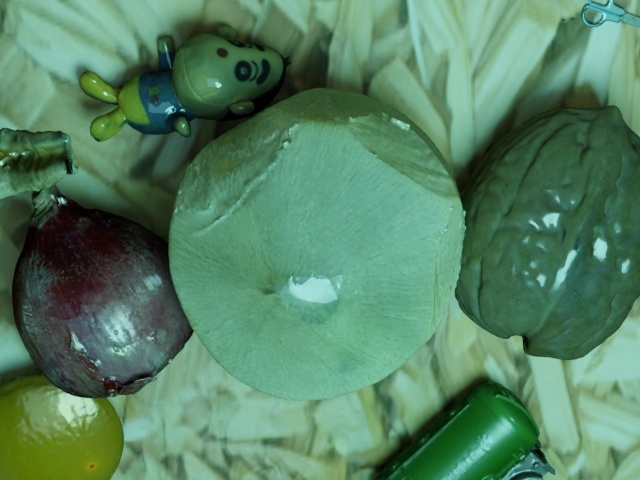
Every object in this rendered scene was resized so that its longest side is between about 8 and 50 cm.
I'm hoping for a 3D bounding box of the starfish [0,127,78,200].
[{"bbox_3d":[-0.359,-0.032,1.161,0.432,0.082,0.324,43,107,4],"label":"starfish"}]

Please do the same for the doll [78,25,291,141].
[{"bbox_3d":[-0.111,-0.131,1.194,0.179,0.102,0.089,-14,155,-6],"label":"doll"}]

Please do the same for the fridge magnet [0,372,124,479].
[{"bbox_3d":[-0.253,0.183,1.306,0.143,0.063,0.143,-2,113,-5],"label":"fridge magnet"}]

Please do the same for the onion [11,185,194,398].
[{"bbox_3d":[-0.195,0.035,1.206,0.159,0.159,0.195,-29,108,4],"label":"onion"}]

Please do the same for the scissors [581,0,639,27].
[{"bbox_3d":[0.271,-0.197,1.255,0.083,0.006,0.036,16,107,-13],"label":"scissors"}]

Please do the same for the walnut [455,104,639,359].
[{"bbox_3d":[0.207,-0.012,1.240,0.178,0.178,0.230,20,102,-14],"label":"walnut"}]

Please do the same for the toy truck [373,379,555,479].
[{"bbox_3d":[0.117,0.250,1.363,0.125,0.101,0.242,43,98,-15],"label":"toy truck"}]

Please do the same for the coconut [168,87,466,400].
[{"bbox_3d":[0.000,0.000,1.161,0.244,0.247,0.245,0,105,1],"label":"coconut"}]
